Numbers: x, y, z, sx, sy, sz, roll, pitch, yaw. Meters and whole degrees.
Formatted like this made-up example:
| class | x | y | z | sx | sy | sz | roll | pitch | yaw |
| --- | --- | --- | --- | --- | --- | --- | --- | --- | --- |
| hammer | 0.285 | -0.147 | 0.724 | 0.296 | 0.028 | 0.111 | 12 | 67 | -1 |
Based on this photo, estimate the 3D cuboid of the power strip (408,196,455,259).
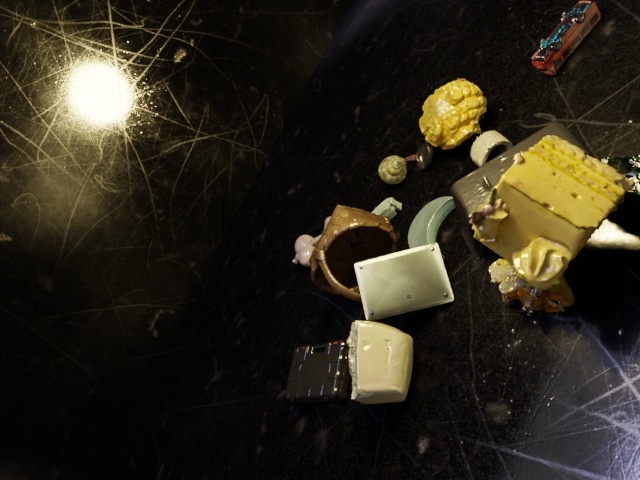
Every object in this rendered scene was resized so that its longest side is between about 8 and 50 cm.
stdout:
| class | x | y | z | sx | sy | sz | roll | pitch | yaw |
| --- | --- | --- | --- | --- | --- | --- | --- | --- | --- |
| power strip | 0.365 | -0.025 | 1.563 | 0.167 | 0.054 | 0.254 | -4 | 60 | 57 |

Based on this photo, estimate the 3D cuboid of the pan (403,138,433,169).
| class | x | y | z | sx | sy | sz | roll | pitch | yaw |
| --- | --- | --- | --- | --- | --- | --- | --- | --- | --- |
| pan | 0.377 | -0.321 | 1.812 | 0.212 | 0.040 | 0.115 | 176 | 94 | -75 |

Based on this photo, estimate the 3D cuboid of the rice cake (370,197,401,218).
| class | x | y | z | sx | sy | sz | roll | pitch | yaw |
| --- | --- | --- | --- | --- | --- | --- | --- | --- | --- |
| rice cake | 0.178 | -0.050 | 1.848 | 0.336 | 0.066 | 0.063 | -38 | 44 | 29 |

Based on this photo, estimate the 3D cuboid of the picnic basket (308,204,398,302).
| class | x | y | z | sx | sy | sz | roll | pitch | yaw |
| --- | --- | --- | --- | --- | --- | --- | --- | --- | --- |
| picnic basket | 0.123 | 0.089 | 1.592 | 0.337 | 0.292 | 0.338 | -169 | 90 | -69 |

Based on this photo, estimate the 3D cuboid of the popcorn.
| class | x | y | z | sx | sy | sz | roll | pitch | yaw |
| --- | --- | --- | --- | --- | --- | --- | --- | --- | --- |
| popcorn | 0.459 | -0.432 | 1.640 | 0.250 | 0.189 | 0.251 | -175 | 90 | -71 |

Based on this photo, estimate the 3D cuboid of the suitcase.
| class | x | y | z | sx | sy | sz | roll | pitch | yaw |
| --- | --- | --- | --- | --- | --- | --- | --- | --- | --- |
| suitcase | -0.007 | 0.465 | 1.661 | 0.285 | 0.066 | 0.207 | -22 | 46 | 46 |

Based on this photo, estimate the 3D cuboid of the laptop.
| class | x | y | z | sx | sy | sz | roll | pitch | yaw |
| --- | --- | --- | --- | --- | --- | --- | --- | --- | --- |
| laptop | 0.249 | 0.124 | 1.430 | 0.268 | 0.015 | 0.188 | -15 | 73 | 8 |

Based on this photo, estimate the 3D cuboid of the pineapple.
| class | x | y | z | sx | sy | sz | roll | pitch | yaw |
| --- | --- | --- | --- | --- | --- | --- | --- | --- | --- |
| pineapple | 0.522 | 0.084 | 1.178 | 0.186 | 0.114 | 0.236 | -57 | 27 | 3 |

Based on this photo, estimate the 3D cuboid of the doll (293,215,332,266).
| class | x | y | z | sx | sy | sz | roll | pitch | yaw |
| --- | --- | --- | --- | --- | --- | --- | --- | --- | --- |
| doll | -0.001 | 0.000 | 2.042 | 0.365 | 0.094 | 0.160 | -39 | 46 | 34 |

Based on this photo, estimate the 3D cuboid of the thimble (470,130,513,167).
| class | x | y | z | sx | sy | sz | roll | pitch | yaw |
| --- | --- | --- | --- | --- | --- | --- | --- | --- | --- |
| thimble | 0.537 | -0.280 | 1.486 | 0.115 | 0.102 | 0.090 | -41 | 33 | 15 |

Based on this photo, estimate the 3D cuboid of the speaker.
| class | x | y | z | sx | sy | sz | roll | pitch | yaw |
| --- | --- | --- | --- | --- | --- | --- | --- | --- | --- |
| speaker | 0.549 | -0.131 | 1.327 | 0.388 | 0.184 | 0.180 | -32 | 39 | 21 |

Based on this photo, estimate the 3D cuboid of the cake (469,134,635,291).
| class | x | y | z | sx | sy | sz | roll | pitch | yaw |
| --- | --- | --- | --- | --- | --- | --- | --- | --- | --- |
| cake | 0.483 | -0.049 | 1.037 | 0.286 | 0.223 | 0.227 | -35 | 61 | -29 |

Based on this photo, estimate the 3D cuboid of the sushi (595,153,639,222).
| class | x | y | z | sx | sy | sz | roll | pitch | yaw |
| --- | --- | --- | --- | --- | --- | --- | --- | --- | --- |
| sushi | 0.711 | -0.119 | 1.064 | 0.124 | 0.127 | 0.225 | -60 | 31 | -6 |

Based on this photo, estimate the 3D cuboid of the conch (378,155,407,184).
| class | x | y | z | sx | sy | sz | roll | pitch | yaw |
| --- | --- | --- | --- | --- | --- | --- | --- | --- | --- |
| conch | 0.283 | -0.283 | 1.866 | 0.116 | 0.106 | 0.173 | -38 | 27 | 23 |

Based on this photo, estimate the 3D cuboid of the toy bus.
| class | x | y | z | sx | sy | sz | roll | pitch | yaw |
| --- | --- | --- | --- | --- | --- | --- | --- | --- | --- |
| toy bus | 0.764 | -0.629 | 1.470 | 0.235 | 0.096 | 0.073 | -53 | 32 | 9 |

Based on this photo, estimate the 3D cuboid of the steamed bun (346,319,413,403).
| class | x | y | z | sx | sy | sz | roll | pitch | yaw |
| --- | --- | --- | --- | --- | --- | --- | --- | --- | --- |
| steamed bun | 0.164 | 0.370 | 1.389 | 0.170 | 0.199 | 0.226 | 92 | -169 | -65 |
